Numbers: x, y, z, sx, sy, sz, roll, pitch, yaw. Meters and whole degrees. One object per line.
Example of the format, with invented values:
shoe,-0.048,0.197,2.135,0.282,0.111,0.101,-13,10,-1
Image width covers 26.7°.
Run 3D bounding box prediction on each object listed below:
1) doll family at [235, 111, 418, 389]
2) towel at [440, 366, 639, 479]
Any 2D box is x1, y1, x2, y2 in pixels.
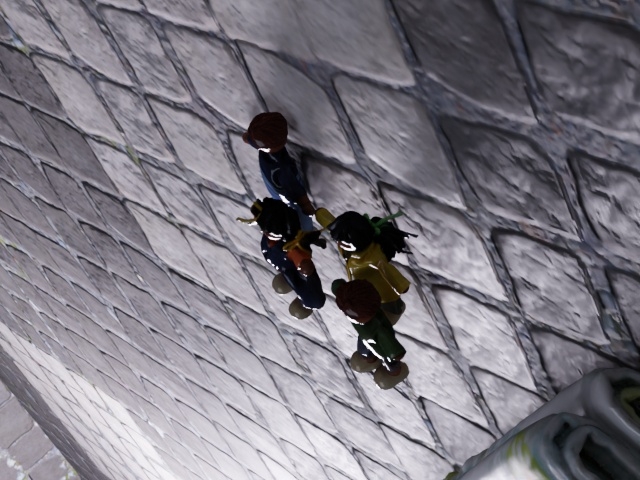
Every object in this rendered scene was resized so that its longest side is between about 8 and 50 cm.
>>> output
doll family,0.000,0.000,0.823,0.193,0.076,0.111,36,163,31
towel,0.221,0.240,0.838,0.320,0.090,0.374,45,160,9
